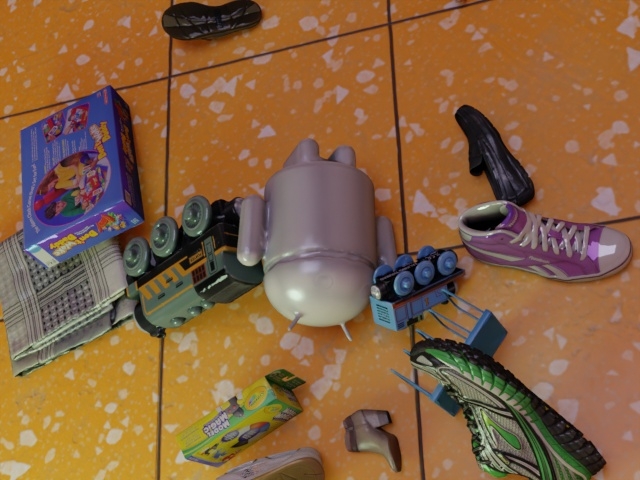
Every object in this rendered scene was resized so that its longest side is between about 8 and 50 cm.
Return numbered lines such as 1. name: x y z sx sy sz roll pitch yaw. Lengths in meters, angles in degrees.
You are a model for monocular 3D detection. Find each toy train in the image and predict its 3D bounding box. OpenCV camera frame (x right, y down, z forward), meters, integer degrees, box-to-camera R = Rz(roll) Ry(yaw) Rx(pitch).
1. toy train: 0.164 0.078 1.592 0.184 0.105 0.080 -22 24 -31
2. toy train: -0.242 0.050 1.736 0.334 0.142 0.190 -31 60 33

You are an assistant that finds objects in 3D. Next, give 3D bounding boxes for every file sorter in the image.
1. file sorter: 0.211 0.184 1.553 0.104 0.118 0.170 29 83 32

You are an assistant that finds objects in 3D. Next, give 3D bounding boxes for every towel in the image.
1. towel: -0.538 0.082 1.926 0.312 0.056 0.324 -27 63 10

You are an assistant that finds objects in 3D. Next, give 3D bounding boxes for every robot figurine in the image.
1. robot figurine: 0.000 0.000 1.651 0.300 0.200 0.353 7 65 -16

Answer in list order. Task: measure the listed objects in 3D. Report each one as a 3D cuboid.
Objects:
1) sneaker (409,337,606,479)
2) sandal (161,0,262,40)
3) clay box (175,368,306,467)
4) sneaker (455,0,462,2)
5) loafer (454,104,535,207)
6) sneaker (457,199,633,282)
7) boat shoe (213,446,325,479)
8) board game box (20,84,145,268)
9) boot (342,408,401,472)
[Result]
1. sneaker: 0.266 0.277 1.419 0.343 0.134 0.146 41 94 -4
2. sandal: -0.232 -0.471 2.021 0.219 0.060 0.090 -9 73 3
3. clay box: -0.127 0.310 1.631 0.222 0.127 0.053 -34 62 7
4. sneaker: 0.300 -0.527 1.828 0.070 0.051 0.134 4 67 28
5. loafer: 0.295 -0.148 1.668 0.078 0.076 0.223 -30 66 0
6. sneaker: 0.363 -0.003 1.539 0.282 0.161 0.102 2 70 21
7. boat shoe: -0.122 0.430 1.607 0.277 0.096 0.098 -20 102 4
8. board game box: -0.500 -0.138 1.940 0.233 0.078 0.347 -24 51 11
9. boot: 0.085 0.343 1.587 0.087 0.042 0.118 -21 63 20
